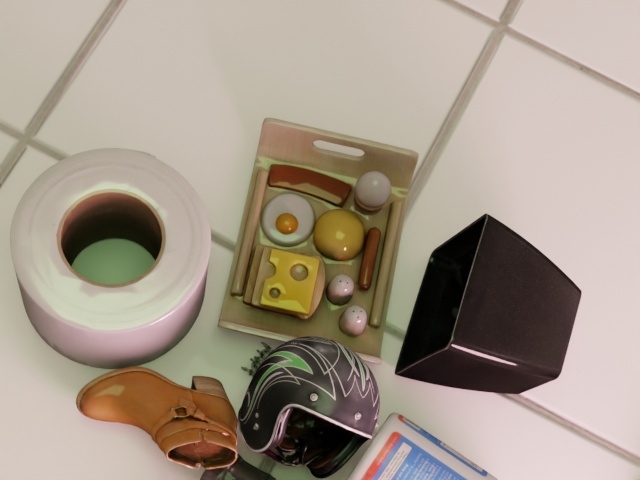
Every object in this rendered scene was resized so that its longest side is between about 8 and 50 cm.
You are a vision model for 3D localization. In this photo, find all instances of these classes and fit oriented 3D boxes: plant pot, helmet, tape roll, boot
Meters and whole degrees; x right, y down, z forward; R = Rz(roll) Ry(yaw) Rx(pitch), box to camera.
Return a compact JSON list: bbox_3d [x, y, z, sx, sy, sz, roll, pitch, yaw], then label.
[{"bbox_3d":[0.225,0.103,1.826,0.167,0.187,0.188,24,67,-10],"label":"plant pot"},{"bbox_3d":[-0.008,0.198,1.745,0.169,0.169,0.161,46,110,11],"label":"helmet"},{"bbox_3d":[-0.264,0.025,1.794,0.246,0.169,0.246,2,70,-6],"label":"tape roll"},{"bbox_3d":[-0.198,0.223,1.736,0.197,0.073,0.152,-3,28,-11],"label":"boot"}]

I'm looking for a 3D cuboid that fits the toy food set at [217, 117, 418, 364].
[{"bbox_3d":[0.000,0.000,1.876,0.220,0.092,0.306,13,68,-2],"label":"toy food set"}]

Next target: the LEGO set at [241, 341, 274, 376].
[{"bbox_3d":[-0.071,0.170,1.839,0.054,0.023,0.083,-20,73,-14],"label":"LEGO set"}]

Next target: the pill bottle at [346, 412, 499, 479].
[{"bbox_3d":[0.148,0.322,1.755,0.221,0.124,0.124,34,69,7],"label":"pill bottle"}]

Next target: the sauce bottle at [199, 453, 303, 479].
[{"bbox_3d":[0.009,0.365,1.724,0.344,0.111,0.111,29,68,11],"label":"sauce bottle"}]
